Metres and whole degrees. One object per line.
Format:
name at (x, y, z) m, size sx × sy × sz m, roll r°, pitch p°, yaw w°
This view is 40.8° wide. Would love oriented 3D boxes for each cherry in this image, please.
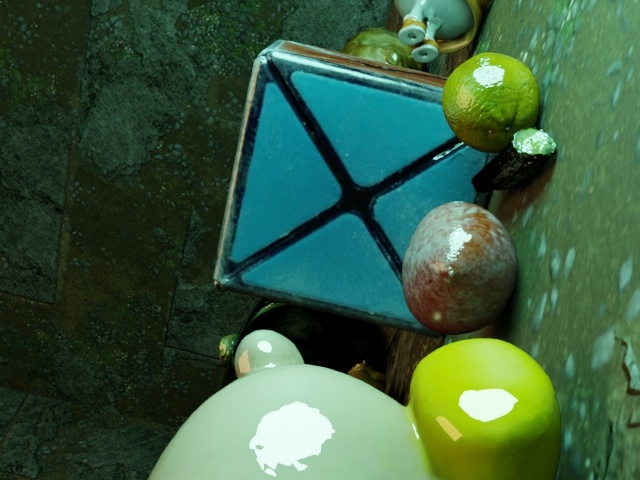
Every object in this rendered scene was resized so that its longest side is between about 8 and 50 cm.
cherry at (0.115, 0.020, 0.728) m, size 0.225 × 0.090 × 0.107 m, roll -23°, pitch -64°, yaw -83°

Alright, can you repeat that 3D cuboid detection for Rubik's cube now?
Rubik's cube at (0.038, -0.066, 0.945) m, size 0.255 × 0.259 × 0.260 m, roll -82°, pitch 3°, yaw -74°

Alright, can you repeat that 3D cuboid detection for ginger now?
ginger at (0.104, -0.226, 1.515) m, size 0.274 × 0.152 × 0.358 m, roll 70°, pitch -150°, yaw -59°

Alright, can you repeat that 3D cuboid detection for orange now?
orange at (0.148, -0.117, 0.741) m, size 0.095 × 0.085 × 0.085 m, roll -96°, pitch 19°, yaw -59°

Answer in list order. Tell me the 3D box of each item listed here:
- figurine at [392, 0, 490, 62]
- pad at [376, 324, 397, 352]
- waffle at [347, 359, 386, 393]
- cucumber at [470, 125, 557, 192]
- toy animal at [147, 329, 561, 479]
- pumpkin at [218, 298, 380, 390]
figurine at (0.159, -0.344, 1.129) m, size 0.143 × 0.143 × 0.271 m, roll 108°, pitch 173°, yaw -49°
pad at (0.082, 0.019, 1.219) m, size 0.158 × 0.003 × 0.235 m, roll 107°, pitch 154°, yaw -46°
waffle at (0.019, 0.290, 1.078) m, size 0.309 × 0.065 × 0.283 m, roll 91°, pitch -160°, yaw -74°
cucumber at (0.161, -0.061, 0.718) m, size 0.135 × 0.033 × 0.034 m, roll 110°, pitch 141°, yaw -75°
toy animal at (-0.007, 0.218, 0.463) m, size 0.345 × 0.246 × 0.278 m, roll -80°, pitch 3°, yaw -51°
pumpkin at (-0.042, 0.201, 1.297) m, size 0.315 × 0.238 × 0.315 m, roll -161°, pitch 90°, yaw -87°
